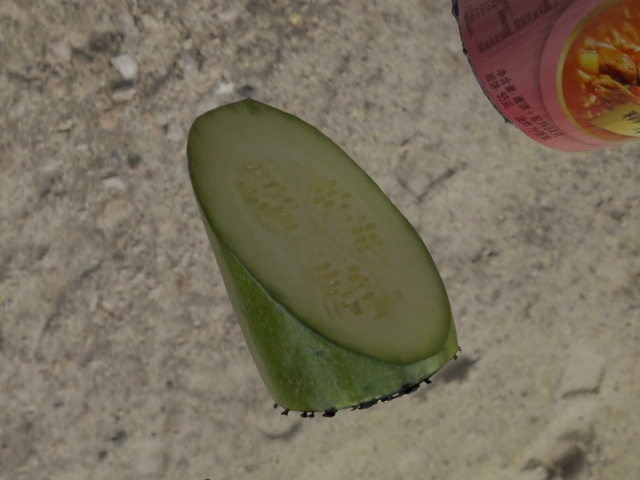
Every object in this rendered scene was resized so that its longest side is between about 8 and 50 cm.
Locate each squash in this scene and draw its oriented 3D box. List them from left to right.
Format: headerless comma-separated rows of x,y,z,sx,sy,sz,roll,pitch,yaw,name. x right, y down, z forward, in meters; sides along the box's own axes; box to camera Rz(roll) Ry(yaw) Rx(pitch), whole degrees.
0.000,0.000,1.054,0.189,0.189,0.261,-17,100,-7,squash

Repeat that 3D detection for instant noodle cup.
0.220,-0.163,0.708,0.244,0.244,0.255,26,152,-27,instant noodle cup

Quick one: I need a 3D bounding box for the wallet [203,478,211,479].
0.009,0.326,0.659,0.062,0.228,0.406,-27,89,-6,wallet
